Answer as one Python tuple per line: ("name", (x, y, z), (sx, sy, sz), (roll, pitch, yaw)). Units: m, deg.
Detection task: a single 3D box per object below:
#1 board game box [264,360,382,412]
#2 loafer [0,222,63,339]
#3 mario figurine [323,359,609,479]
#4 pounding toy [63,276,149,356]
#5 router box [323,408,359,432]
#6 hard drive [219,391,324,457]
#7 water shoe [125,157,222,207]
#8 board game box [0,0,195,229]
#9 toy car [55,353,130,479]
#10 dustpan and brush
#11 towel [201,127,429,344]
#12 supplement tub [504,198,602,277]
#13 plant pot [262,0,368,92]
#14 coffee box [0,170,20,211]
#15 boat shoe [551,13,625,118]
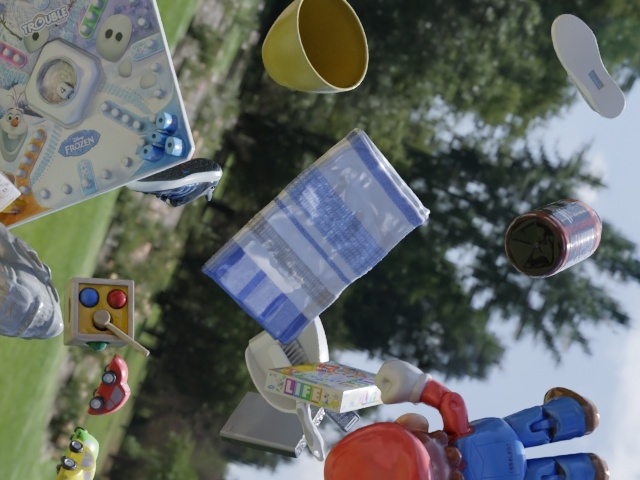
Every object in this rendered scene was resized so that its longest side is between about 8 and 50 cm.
("board game box", (0.017, 0.174, 1.472), (0.154, 0.103, 0.026), (2, 100, -62))
("loafer", (-0.408, 0.052, 1.583), (0.112, 0.111, 0.319), (-57, -150, 5))
("mario figurine", (0.149, 0.243, 1.375), (0.198, 0.320, 0.170), (-114, -149, -42))
("pounding toy", (-0.377, 0.140, 2.158), (0.100, 0.130, 0.141), (148, -57, -62))
("router box", (-0.015, 0.289, 2.415), (0.046, 0.179, 0.133), (-47, 142, -6))
("hard drive", (-0.073, 0.279, 1.859), (0.094, 0.135, 0.022), (-54, 140, -40))
("water shoe", (-0.256, -0.090, 2.138), (0.203, 0.073, 0.080), (-10, 127, -43))
("board game box", (-0.424, -0.257, 1.979), (0.050, 0.390, 0.390), (6, 67, -68))
("toy car", (-0.360, 0.312, 1.898), (0.225, 0.053, 0.239), (-52, -166, 59))
("dustpan and brush", (-0.030, 0.212, 1.743), (0.147, 0.211, 0.060), (-35, 166, 33))
("towel", (0.000, 0.000, 1.656), (0.285, 0.209, 0.034), (-42, -137, -1))
("supplement tub", (0.377, -0.008, 1.938), (0.198, 0.106, 0.106), (-16, 137, -54))
("plant pot", (-0.018, -0.244, 1.569), (0.095, 0.134, 0.134), (-14, -136, 40))
("coffee box", (-0.543, -0.094, 1.711), (0.141, 0.098, 0.246), (-43, 159, -6))
("boat shoe", (0.409, -0.270, 1.906), (0.066, 0.184, 0.063), (-43, -163, -4))
